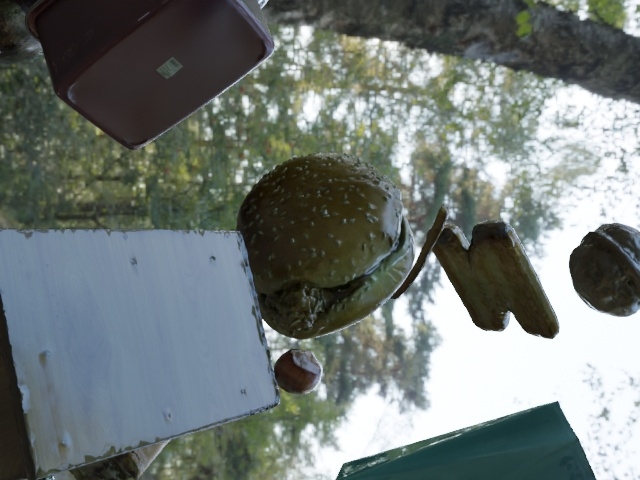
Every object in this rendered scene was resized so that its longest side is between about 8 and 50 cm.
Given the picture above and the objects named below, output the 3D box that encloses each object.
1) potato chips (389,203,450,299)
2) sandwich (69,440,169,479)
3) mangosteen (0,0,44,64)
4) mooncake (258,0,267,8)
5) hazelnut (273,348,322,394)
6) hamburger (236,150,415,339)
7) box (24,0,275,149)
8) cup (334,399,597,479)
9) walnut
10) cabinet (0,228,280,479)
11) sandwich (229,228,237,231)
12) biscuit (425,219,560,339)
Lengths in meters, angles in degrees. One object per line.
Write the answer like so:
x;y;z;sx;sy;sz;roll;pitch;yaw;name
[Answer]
0.177;0.028;1.289;0.204;0.037;0.026;-60;176;20;potato chips
-0.429;0.357;1.408;0.227;0.155;0.198;58;18;-4;sandwich
-0.502;-0.416;1.111;0.288;0.288;0.288;177;-90;-77;mangosteen
-0.201;-0.539;1.311;0.141;0.283;0.283;76;7;-75;mooncake
-0.040;0.229;1.260;0.086;0.086;0.086;177;-90;-77;hazelnut
0.000;0.000;0.752;0.215;0.189;0.122;-94;163;-52;hamburger
-0.211;-0.266;0.921;0.193;0.294;0.167;41;20;-51;box
0.147;0.251;0.705;0.134;0.236;0.148;52;19;-57;cup
0.700;0.069;1.717;0.224;0.224;0.224;177;-90;-77;walnut
-0.172;0.087;0.511;0.175;0.215;0.148;-20;-101;31;cabinet
-0.090;0.052;1.608;0.236;0.122;0.128;34;47;-55;sandwich
0.364;0.081;1.524;0.237;0.062;0.290;-4;-58;57;biscuit
